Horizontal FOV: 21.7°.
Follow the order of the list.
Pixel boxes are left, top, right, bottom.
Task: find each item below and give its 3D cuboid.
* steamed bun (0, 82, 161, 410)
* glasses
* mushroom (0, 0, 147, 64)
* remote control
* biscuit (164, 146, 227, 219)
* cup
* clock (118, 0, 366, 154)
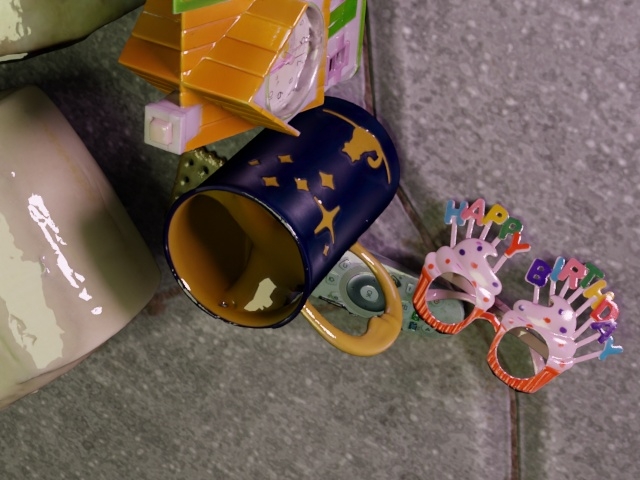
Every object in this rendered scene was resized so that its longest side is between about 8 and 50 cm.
[{"bbox_3d":[-0.420,0.004,2.086,0.456,0.290,0.371,-21,102,41],"label":"steamed bun"},{"bbox_3d":[0.224,0.063,1.880,0.255,0.095,0.162,36,103,8],"label":"glasses"},{"bbox_3d":[-0.306,-0.310,1.827,0.267,0.189,0.164,-12,117,4],"label":"mushroom"},{"bbox_3d":[0.051,0.046,1.974,0.256,0.045,0.097,25,132,8],"label":"remote control"},{"bbox_3d":[-0.098,-0.025,2.046,0.203,0.016,0.144,31,129,12],"label":"biscuit"},{"bbox_3d":[-0.019,-0.003,1.851,0.178,0.256,0.255,-4,116,34],"label":"cup"},{"bbox_3d":[-0.073,-0.217,1.715,0.166,0.309,0.235,20,127,21],"label":"clock"}]
